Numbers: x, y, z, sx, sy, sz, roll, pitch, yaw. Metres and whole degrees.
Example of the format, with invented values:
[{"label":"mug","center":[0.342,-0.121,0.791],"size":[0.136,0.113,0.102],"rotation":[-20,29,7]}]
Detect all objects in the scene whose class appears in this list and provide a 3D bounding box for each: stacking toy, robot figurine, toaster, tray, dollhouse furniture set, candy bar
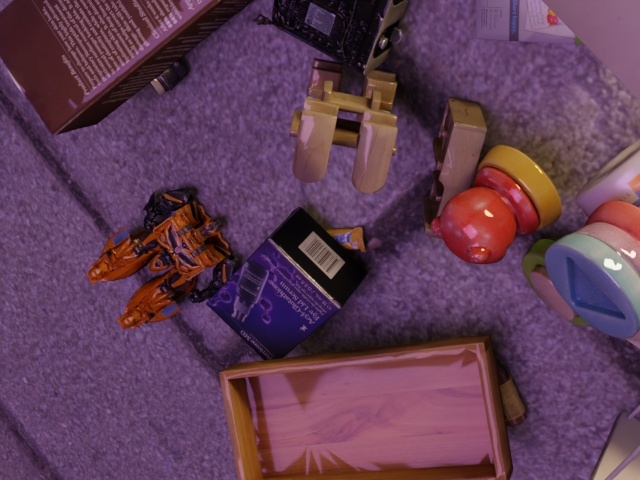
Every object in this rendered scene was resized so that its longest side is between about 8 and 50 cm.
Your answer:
[{"label":"stacking toy","center":[0.289,0.057,1.100],"size":[0.309,0.130,0.279],"rotation":[34,158,49]},{"label":"robot figurine","center":[-0.272,0.039,1.575],"size":[0.291,0.085,0.211],"rotation":[-33,93,38]},{"label":"toaster","center":[0.031,-0.332,1.197],"size":[0.185,0.110,0.168],"rotation":[31,124,16]},{"label":"tray","center":[0.063,0.266,1.361],"size":[0.411,0.076,0.203],"rotation":[-9,93,21]},{"label":"dollhouse furniture set","center":[0.077,-0.114,1.212],"size":[0.242,0.212,0.161],"rotation":[10,119,-3]},{"label":"candy bar","center":[0.000,0.000,1.430],"size":[0.161,0.018,0.040],"rotation":[-2,111,32]}]

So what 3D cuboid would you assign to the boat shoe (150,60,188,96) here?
[{"label":"boat shoe","center":[-0.283,-0.327,1.441],"size":[0.065,0.075,0.206],"rotation":[-32,87,-5]}]

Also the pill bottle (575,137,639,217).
[{"label":"pill bottle","center":[0.443,0.005,1.071],"size":[0.272,0.152,0.152],"rotation":[50,128,3]}]

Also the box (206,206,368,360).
[{"label":"box","center":[-0.054,0.075,1.425],"size":[0.153,0.108,0.207],"rotation":[43,131,-1]}]

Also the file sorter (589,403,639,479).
[{"label":"file sorter","center":[0.514,0.304,1.143],"size":[0.277,0.193,0.173],"rotation":[37,124,12]}]

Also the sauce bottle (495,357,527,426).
[{"label":"sauce bottle","center":[0.264,0.211,1.349],"size":[0.042,0.042,0.128],"rotation":[-17,102,36]}]

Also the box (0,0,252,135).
[{"label":"box","center":[-0.278,-0.335,1.316],"size":[0.381,0.143,0.191],"rotation":[-32,92,21]}]

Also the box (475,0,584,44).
[{"label":"box","center":[0.280,-0.311,1.098],"size":[0.186,0.038,0.145],"rotation":[10,117,27]}]

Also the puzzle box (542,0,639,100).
[{"label":"puzzle box","center":[0.408,-0.316,0.886],"size":[0.272,0.052,0.409],"rotation":[49,140,8]}]
